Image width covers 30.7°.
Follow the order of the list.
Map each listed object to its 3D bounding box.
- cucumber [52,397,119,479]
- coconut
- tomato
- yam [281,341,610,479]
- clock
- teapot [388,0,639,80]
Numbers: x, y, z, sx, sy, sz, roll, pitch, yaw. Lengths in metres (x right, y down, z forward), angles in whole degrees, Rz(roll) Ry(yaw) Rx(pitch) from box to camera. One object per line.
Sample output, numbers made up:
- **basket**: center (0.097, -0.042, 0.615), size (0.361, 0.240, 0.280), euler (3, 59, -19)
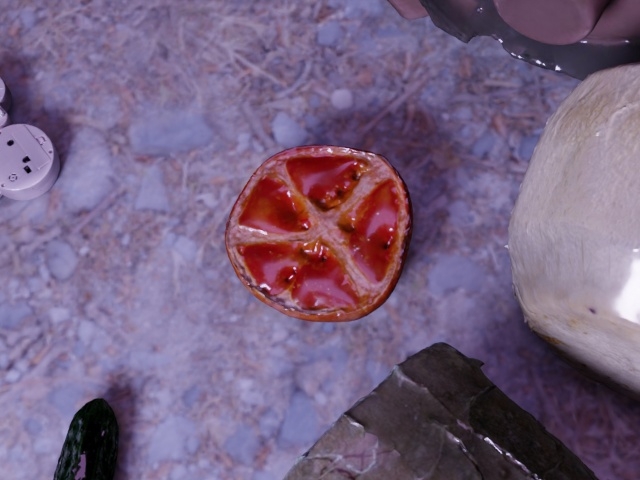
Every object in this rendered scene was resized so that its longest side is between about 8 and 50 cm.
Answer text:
- **cucumber**: center (-0.198, 0.226, 0.910), size (0.058, 0.052, 0.214), euler (-2, 64, 37)
- **coconut**: center (0.267, -0.016, 0.845), size (0.245, 0.245, 0.247), euler (25, 73, 15)
- **tomato**: center (0.000, 0.000, 0.961), size (0.155, 0.069, 0.155), euler (-1, 70, 3)
- **yam**: center (0.131, 0.241, 0.772), size (0.241, 0.241, 0.348), euler (-43, 67, -10)
- **clock**: center (-0.292, -0.090, 1.046), size (0.087, 0.041, 0.129), euler (-30, 73, -9)
- **teapot**: center (0.210, -0.314, 0.940), size (0.376, 0.305, 0.362), euler (-4, 51, 52)
